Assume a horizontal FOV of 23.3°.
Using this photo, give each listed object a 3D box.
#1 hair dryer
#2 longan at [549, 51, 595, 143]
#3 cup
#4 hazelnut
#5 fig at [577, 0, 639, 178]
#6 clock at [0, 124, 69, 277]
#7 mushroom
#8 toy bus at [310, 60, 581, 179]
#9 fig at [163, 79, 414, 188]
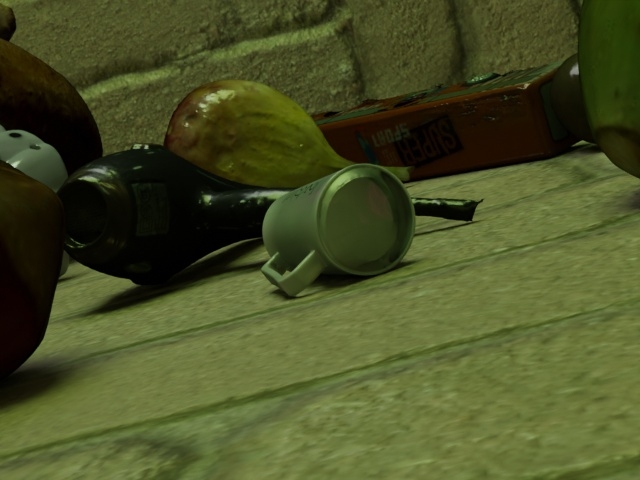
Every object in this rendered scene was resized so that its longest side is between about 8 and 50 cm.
[{"bbox_3d":[-0.018,-0.020,1.288,0.359,0.120,0.303,1,-1,29],"label":"hair dryer"},{"bbox_3d":[0.271,-0.135,1.465,0.113,0.092,0.113,6,-1,0],"label":"longan"},{"bbox_3d":[0.000,0.000,1.073,0.104,0.074,0.116,-49,16,-22],"label":"cup"},{"bbox_3d":[-0.257,0.032,0.980,0.181,0.181,0.212,14,7,-2],"label":"hazelnut"},{"bbox_3d":[0.270,-0.146,1.061,0.230,0.207,0.207,-16,6,-18],"label":"fig"},{"bbox_3d":[-0.389,-0.011,1.535,0.189,0.189,0.254,-10,7,36],"label":"clock"},{"bbox_3d":[-0.421,-0.090,1.768,0.345,0.345,0.239,-16,19,-6],"label":"mushroom"},{"bbox_3d":[0.105,-0.114,1.663,0.409,0.093,0.092,-9,16,48],"label":"toy bus"},{"bbox_3d":[-0.031,-0.081,1.607,0.257,0.159,0.159,5,9,5],"label":"fig"}]
